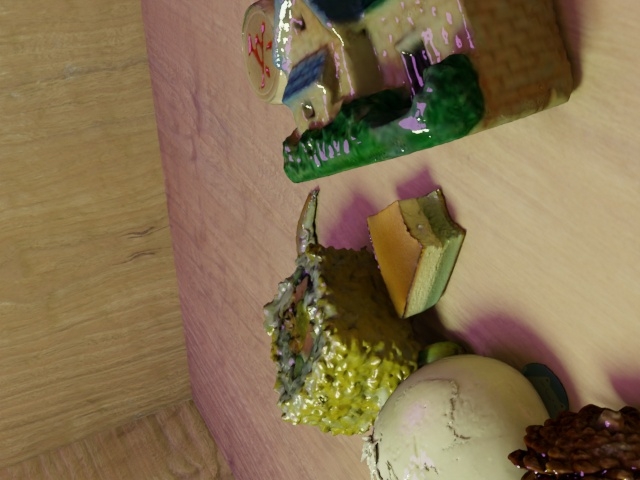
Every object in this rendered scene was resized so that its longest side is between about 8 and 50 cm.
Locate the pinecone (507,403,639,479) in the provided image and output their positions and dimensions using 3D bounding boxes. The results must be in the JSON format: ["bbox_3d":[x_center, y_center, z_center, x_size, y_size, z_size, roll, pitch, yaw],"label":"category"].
[{"bbox_3d":[0.398,0.360,0.966,0.264,0.264,0.264,45,143,47],"label":"pinecone"}]

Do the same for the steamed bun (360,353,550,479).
[{"bbox_3d":[0.226,0.343,1.207,0.312,0.233,0.334,-53,40,17],"label":"steamed bun"}]

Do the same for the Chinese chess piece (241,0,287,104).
[{"bbox_3d":[-0.105,-0.453,1.704,0.250,0.103,0.250,42,140,51],"label":"Chinese chess piece"}]

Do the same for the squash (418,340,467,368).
[{"bbox_3d":[0.231,0.252,1.440,0.095,0.095,0.188,67,154,14],"label":"squash"}]

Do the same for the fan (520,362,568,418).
[{"bbox_3d":[0.377,0.280,1.247,0.113,0.005,0.175,64,154,21],"label":"fan"}]

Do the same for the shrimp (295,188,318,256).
[{"bbox_3d":[-0.011,0.019,1.875,0.185,0.068,0.287,-17,79,62],"label":"shrimp"}]

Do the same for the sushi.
[{"bbox_3d":[0.029,0.214,1.545,0.397,0.240,0.351,-101,31,-44],"label":"sushi"}]

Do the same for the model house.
[{"bbox_3d":[0.122,-0.306,1.044,0.382,0.334,0.343,-7,101,56],"label":"model house"}]

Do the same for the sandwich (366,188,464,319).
[{"bbox_3d":[0.192,0.029,1.358,0.186,0.108,0.220,-29,77,66],"label":"sandwich"}]
